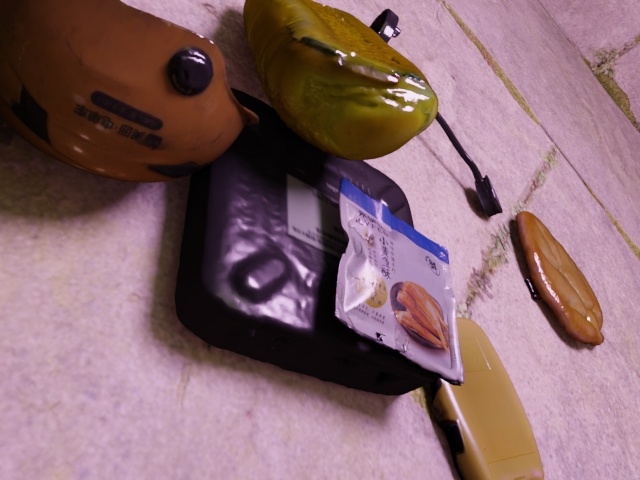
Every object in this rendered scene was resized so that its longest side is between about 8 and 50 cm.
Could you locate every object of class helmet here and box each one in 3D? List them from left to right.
[{"bbox_3d":[-0.169,-0.116,0.459,0.224,0.198,0.130,39,82,-37],"label":"helmet"}]

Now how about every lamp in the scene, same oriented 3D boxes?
[{"bbox_3d":[0.163,-0.180,0.943,0.371,0.108,0.130,52,23,-26],"label":"lamp"}]

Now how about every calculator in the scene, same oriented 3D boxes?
[{"bbox_3d":[0.186,0.187,0.687,0.157,0.033,0.236,7,55,-41],"label":"calculator"}]

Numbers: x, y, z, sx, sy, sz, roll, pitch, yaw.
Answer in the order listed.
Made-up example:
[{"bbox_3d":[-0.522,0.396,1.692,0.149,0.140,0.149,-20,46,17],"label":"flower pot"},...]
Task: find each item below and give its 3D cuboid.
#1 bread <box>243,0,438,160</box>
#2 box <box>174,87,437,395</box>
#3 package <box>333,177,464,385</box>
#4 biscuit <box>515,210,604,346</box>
[{"bbox_3d":[-0.003,-0.199,0.664,0.166,0.112,0.383,13,28,-20],"label":"bread"},{"bbox_3d":[0.000,0.000,0.606,0.290,0.073,0.289,25,45,-32],"label":"box"},{"bbox_3d":[0.077,0.038,0.575,0.171,0.027,0.173,29,46,-29],"label":"package"},{"bbox_3d":[0.413,0.062,1.008,0.203,0.041,0.260,-17,76,-50],"label":"biscuit"}]
